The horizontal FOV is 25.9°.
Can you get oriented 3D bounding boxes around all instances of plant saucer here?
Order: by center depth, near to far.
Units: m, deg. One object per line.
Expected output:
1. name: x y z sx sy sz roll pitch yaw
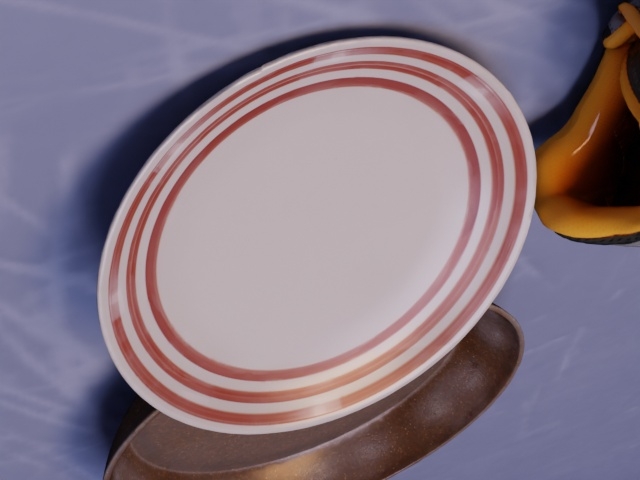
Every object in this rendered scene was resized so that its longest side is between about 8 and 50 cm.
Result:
1. plant saucer: -0.005 0.060 0.528 0.168 0.029 0.168 -18 151 -10

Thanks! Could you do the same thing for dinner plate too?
1. dinner plate: 0.000 0.000 0.415 0.141 0.017 0.141 -15 132 -18

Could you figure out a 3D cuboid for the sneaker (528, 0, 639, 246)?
1. sneaker: 0.123 -0.057 0.379 0.083 0.084 0.215 -9 148 -17
